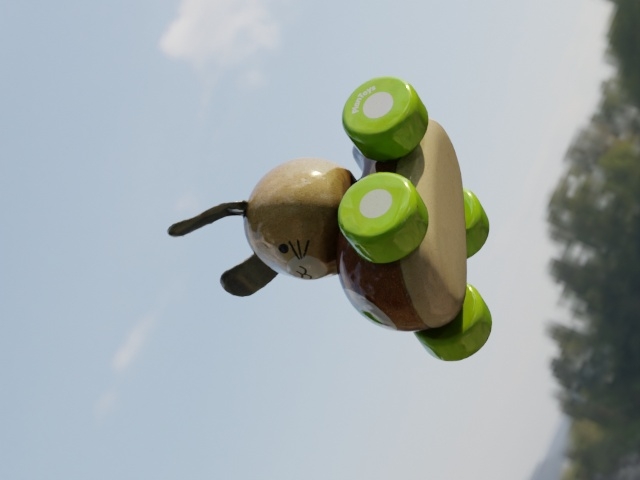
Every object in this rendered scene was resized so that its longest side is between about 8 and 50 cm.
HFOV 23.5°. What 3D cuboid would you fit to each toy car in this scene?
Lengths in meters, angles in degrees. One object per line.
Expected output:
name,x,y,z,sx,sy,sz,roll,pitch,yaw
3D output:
toy car,0.000,0.000,1.010,0.155,0.188,0.149,53,-148,-49
